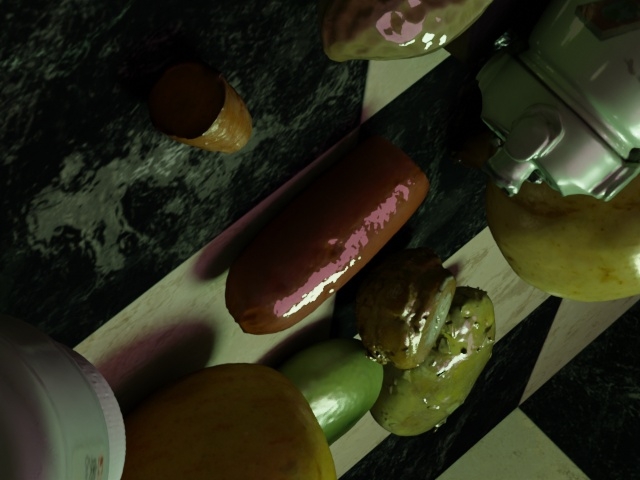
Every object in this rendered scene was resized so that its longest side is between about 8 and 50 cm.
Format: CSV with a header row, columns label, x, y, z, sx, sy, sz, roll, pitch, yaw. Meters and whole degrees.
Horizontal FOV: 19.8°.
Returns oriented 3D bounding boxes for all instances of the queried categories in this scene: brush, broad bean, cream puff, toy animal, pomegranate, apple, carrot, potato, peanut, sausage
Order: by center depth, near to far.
label,x,y,z,sx,sy,sz,roll,pitch,yaw
carrot,-0.095,-0.107,1.611,0.072,0.072,0.205,-45,169,2
peanut,0.115,-0.253,1.653,0.298,0.120,0.136,-37,138,-22
brush,0.202,-0.275,1.893,0.197,0.059,0.123,-41,165,-19
sausage,0.000,0.000,1.988,0.259,0.113,0.113,-43,163,-11
toy animal,0.203,-0.205,2.050,0.202,0.070,0.105,70,23,-63
apple,-0.124,0.294,2.092,0.275,0.299,0.299,-16,157,-10
pomegranate,0.326,-0.097,2.227,0.342,0.342,0.342,-40,162,-15
cream puff,0.105,0.085,2.402,0.165,0.115,0.150,-64,161,-10
broad bean,-0.031,0.234,2.438,0.291,0.119,0.238,-34,159,-34
potato,0.173,0.182,2.758,0.191,0.141,0.296,-32,157,-42

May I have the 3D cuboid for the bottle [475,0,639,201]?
label,x,y,z,sx,sy,sz,roll,pitch,yaw
bottle,0.312,-0.183,1.925,0.352,0.229,0.229,-48,163,9

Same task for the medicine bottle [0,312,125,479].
label,x,y,z,sx,sy,sz,roll,pitch,yaw
medicine bottle,-0.290,0.175,1.496,0.241,0.241,0.302,-46,173,5
